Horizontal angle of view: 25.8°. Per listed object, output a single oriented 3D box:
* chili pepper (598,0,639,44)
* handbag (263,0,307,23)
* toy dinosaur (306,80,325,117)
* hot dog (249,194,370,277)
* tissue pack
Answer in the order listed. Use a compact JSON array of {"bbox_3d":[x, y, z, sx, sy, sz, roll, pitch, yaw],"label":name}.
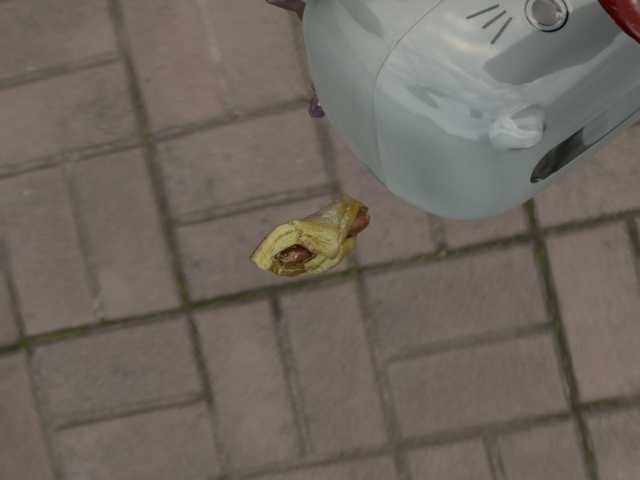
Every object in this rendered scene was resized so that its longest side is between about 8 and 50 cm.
[{"bbox_3d":[0.234,-0.191,0.931,0.144,0.253,0.136,-45,51,33],"label":"chili pepper"},{"bbox_3d":[-0.059,-0.380,1.724,0.127,0.213,0.235,-29,54,45],"label":"handbag"},{"bbox_3d":[0.071,-0.230,1.740,0.251,0.072,0.199,10,88,46],"label":"toy dinosaur"},{"bbox_3d":[0.001,0.001,1.569,0.061,0.169,0.078,42,144,28],"label":"hot dog"},{"bbox_3d":[0.174,-0.172,1.175,0.333,0.229,0.236,-36,59,-16],"label":"tissue pack"}]
